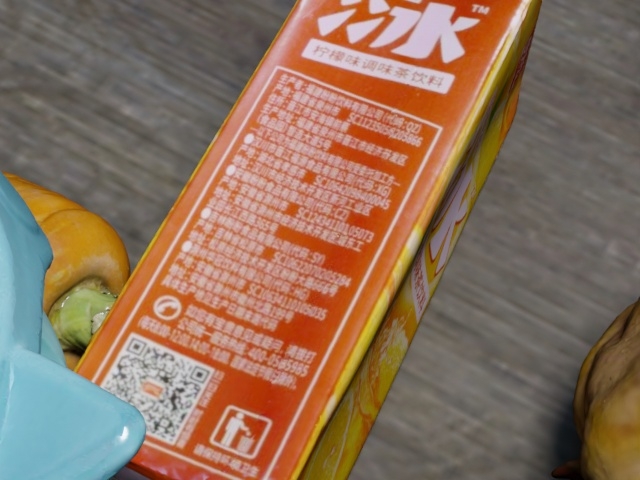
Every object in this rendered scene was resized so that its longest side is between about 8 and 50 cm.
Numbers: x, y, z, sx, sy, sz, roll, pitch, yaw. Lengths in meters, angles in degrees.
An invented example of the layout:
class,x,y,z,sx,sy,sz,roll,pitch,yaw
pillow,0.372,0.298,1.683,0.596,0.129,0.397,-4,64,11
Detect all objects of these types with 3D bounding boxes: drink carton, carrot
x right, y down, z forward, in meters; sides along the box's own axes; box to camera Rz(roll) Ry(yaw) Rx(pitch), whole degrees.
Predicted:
class,x,y,z,sx,sy,sz,roll,pitch,yaw
drink carton,0.000,0.000,0.515,0.071,0.096,0.223,22,58,11
carrot,-0.162,-0.016,0.551,0.256,0.061,0.061,23,58,23

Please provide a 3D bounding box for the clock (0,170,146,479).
class,x,y,z,sx,sy,sz,roll,pitch,yaw
clock,-0.163,0.061,0.407,0.274,0.094,0.224,19,68,35

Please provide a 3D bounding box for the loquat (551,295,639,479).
class,x,y,z,sx,sy,sz,roll,pitch,yaw
loquat,0.138,0.056,0.485,0.137,0.113,0.137,0,82,-2
